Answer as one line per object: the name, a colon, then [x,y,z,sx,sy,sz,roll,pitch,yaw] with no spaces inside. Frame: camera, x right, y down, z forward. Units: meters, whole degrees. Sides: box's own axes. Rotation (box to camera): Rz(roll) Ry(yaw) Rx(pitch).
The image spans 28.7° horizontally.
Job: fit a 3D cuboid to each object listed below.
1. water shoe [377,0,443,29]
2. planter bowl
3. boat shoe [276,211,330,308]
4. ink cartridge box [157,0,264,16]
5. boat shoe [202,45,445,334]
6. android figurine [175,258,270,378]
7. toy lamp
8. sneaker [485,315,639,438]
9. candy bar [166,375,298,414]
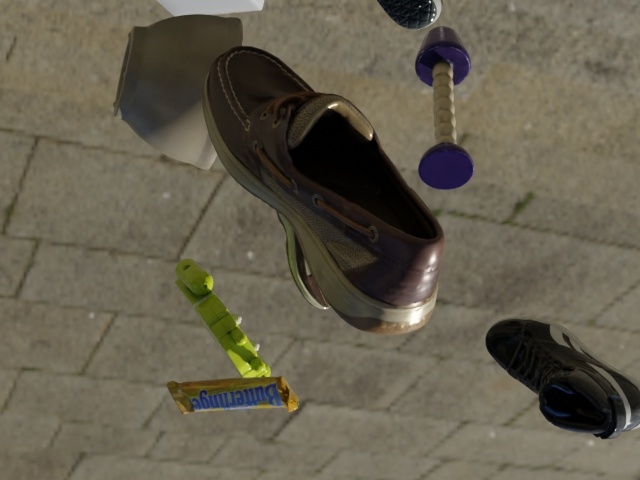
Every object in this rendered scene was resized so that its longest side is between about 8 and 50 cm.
water shoe: [0.057,-0.313,1.314,0.073,0.080,0.203,-24,114,26]
planter bowl: [-0.153,-0.164,1.294,0.109,0.162,0.162,12,143,-13]
boat shoe: [-0.004,0.004,2.141,0.095,0.095,0.257,-2,118,37]
ink cartridge box: [-0.136,-0.437,1.382,0.129,0.307,0.223,1,160,31]
boat shoe: [0.003,-0.077,1.071,0.123,0.342,0.123,-10,138,-26]
android figurine: [-0.165,0.145,2.129,0.056,0.273,0.248,-35,116,-9]
toy lamp: [0.163,-0.183,1.648,0.080,0.274,0.080,2,137,2]
sneaker: [0.257,0.148,1.408,0.121,0.217,0.079,-2,114,-51]
candy bar: [-0.085,0.149,1.203,0.161,0.018,0.040,-8,116,41]
